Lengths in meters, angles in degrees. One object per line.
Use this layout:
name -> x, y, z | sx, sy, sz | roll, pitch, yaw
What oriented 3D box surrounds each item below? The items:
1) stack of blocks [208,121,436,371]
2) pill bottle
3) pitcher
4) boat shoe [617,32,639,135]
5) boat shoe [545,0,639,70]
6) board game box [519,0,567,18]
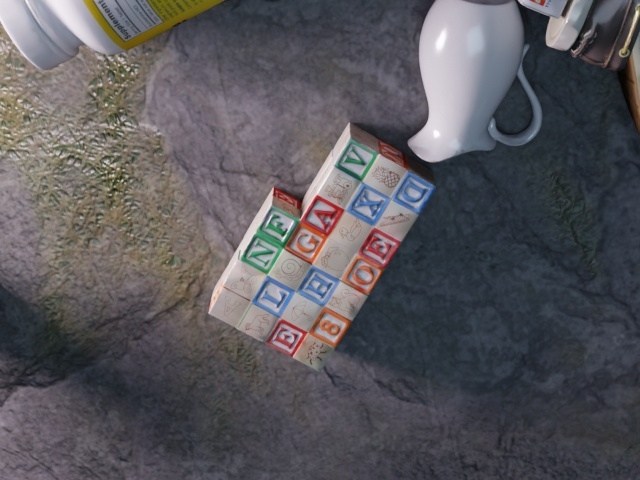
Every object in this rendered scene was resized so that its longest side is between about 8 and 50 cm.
stack of blocks -> 0.000, 0.000, 1.668 | 0.171, 0.087, 0.297 | 29, 107, -9
pill bottle -> -0.213, -0.336, 1.501 | 0.334, 0.188, 0.188 | -25, 107, 9
pitcher -> 0.205, -0.207, 1.589 | 0.177, 0.125, 0.207 | -5, 121, -19
boat shoe -> 0.413, -0.275, 1.551 | 0.110, 0.122, 0.341 | -10, 108, 5
boat shoe -> 0.363, -0.351, 1.433 | 0.096, 0.116, 0.324 | 22, 101, -7
board game box -> 0.303, -0.416, 1.466 | 0.053, 0.193, 0.305 | 22, 108, -7
